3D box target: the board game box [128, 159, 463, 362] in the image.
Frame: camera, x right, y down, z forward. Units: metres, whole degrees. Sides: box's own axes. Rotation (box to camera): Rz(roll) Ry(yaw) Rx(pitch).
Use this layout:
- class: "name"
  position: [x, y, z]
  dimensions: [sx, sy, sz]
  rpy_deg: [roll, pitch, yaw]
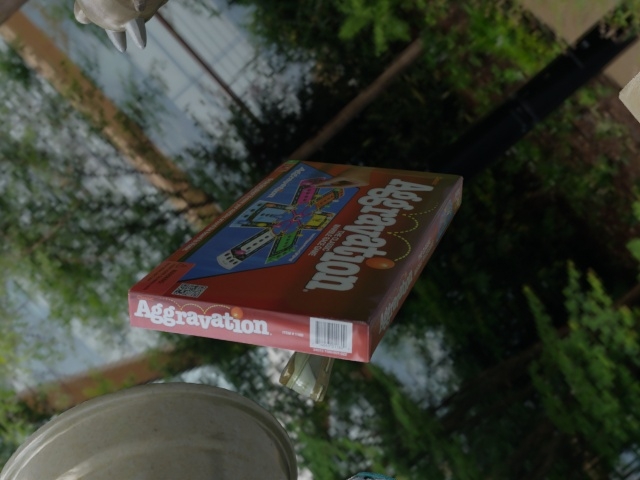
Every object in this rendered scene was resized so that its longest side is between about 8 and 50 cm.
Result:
- class: "board game box"
  position: [0.000, 0.000, 0.706]
  dimensions: [0.145, 0.027, 0.281]
  rpy_deg: [8, -158, 15]

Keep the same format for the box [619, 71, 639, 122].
- class: "box"
  position: [0.287, -0.061, 0.613]
  dimensions: [0.201, 0.021, 0.164]
  rpy_deg: [55, 142, 15]

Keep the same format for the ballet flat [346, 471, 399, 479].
- class: "ballet flat"
  position: [0.146, 0.326, 0.743]
  dimensions: [0.409, 0.147, 0.147]
  rpy_deg: [38, -176, 4]

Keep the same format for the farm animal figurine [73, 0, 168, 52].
- class: "farm animal figurine"
  position: [-0.164, -0.223, 0.743]
  dimensions: [0.330, 0.326, 0.172]
  rpy_deg: [3, 102, 62]

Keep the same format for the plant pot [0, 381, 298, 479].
- class: "plant pot"
  position: [-0.146, 0.365, 1.026]
  dimensions: [0.334, 0.334, 0.305]
  rpy_deg: [46, -168, -37]

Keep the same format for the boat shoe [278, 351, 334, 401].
- class: "boat shoe"
  position: [0.011, 0.096, 1.053]
  dimensions: [0.048, 0.056, 0.153]
  rpy_deg: [31, -135, 2]
